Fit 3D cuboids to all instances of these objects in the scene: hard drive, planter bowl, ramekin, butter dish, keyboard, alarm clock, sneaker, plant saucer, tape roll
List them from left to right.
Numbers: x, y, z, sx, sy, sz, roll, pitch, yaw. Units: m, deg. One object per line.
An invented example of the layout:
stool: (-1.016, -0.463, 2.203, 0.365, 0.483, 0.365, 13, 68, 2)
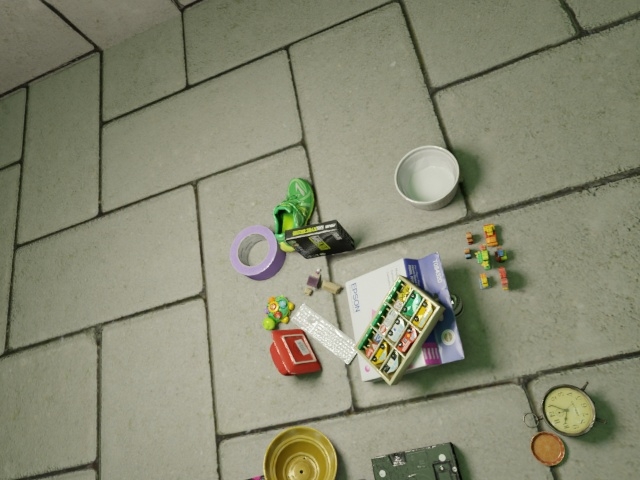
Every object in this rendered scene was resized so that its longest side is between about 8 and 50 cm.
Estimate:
tape roll: (-0.226, 0.045, 1.800, 0.189, 0.080, 0.189, -8, 69, 20)
butter dish: (-0.102, 0.379, 1.608, 0.118, 0.160, 0.160, -47, 58, 27)
sneaker: (-0.097, -0.108, 1.769, 0.109, 0.123, 0.296, -5, 59, 22)
planter bowl: (-0.058, 0.676, 1.480, 0.217, 0.090, 0.217, -1, 49, 1)
keyboard: (0.015, 0.306, 1.646, 0.256, 0.014, 0.072, 33, 86, 28)
sneaker: (0.319, 0.231, 1.505, 0.235, 0.095, 0.090, -35, 64, 9)
hard drive: (0.289, 0.746, 1.349, 0.237, 0.064, 0.339, -19, 65, 15)
ramekin: (0.355, -0.196, 1.636, 0.207, 0.109, 0.207, -7, 69, 19)
plant saucer: (0.602, 0.551, 1.321, 0.083, 0.013, 0.083, -7, 70, 19)
alarm clock: (0.632, 0.454, 1.315, 0.192, 0.064, 0.129, -20, 65, 12)

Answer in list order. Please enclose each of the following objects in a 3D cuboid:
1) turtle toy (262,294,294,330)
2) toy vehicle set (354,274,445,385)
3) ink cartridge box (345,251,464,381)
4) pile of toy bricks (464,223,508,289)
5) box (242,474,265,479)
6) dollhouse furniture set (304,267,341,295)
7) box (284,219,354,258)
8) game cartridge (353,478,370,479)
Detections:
turtle toy: (-0.155, 0.247, 1.706, 0.095, 0.066, 0.130, 16, 78, 26)
toy vehicle set: (0.221, 0.254, 1.423, 0.166, 0.035, 0.267, 39, 106, 42)
ink cartridge box: (0.235, 0.229, 1.488, 0.330, 0.071, 0.324, -29, 60, 38)
pile of toy bricks: (0.495, 0.044, 1.494, 0.118, 0.105, 0.212, -12, 67, 18)
box: (-0.173, 0.784, 1.416, 0.142, 0.247, 0.163, 36, 88, 28)
dollhouse furniture set: (0.014, 0.150, 1.706, 0.114, 0.091, 0.081, 21, 37, 5)
box: (0.000, 0.000, 1.662, 0.184, 0.191, 0.045, -9, 66, 18)
game cartridge: (0.040, 0.798, 1.354, 0.062, 0.198, 0.297, 28, 84, 27)
